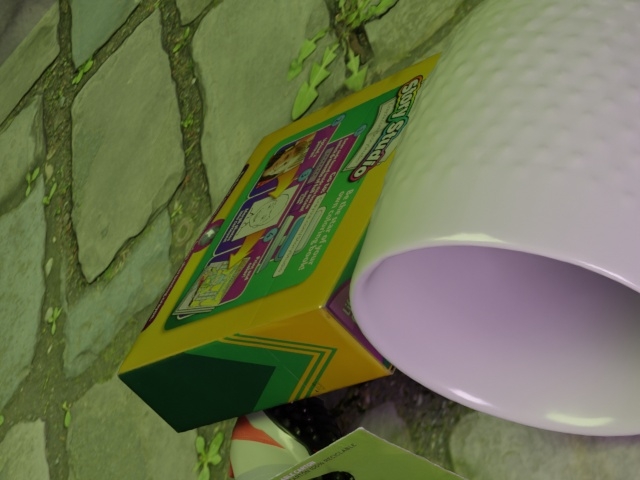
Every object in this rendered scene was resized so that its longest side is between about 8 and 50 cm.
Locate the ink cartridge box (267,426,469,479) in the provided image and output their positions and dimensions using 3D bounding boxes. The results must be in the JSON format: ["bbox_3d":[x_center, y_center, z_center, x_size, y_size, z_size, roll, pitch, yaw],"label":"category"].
[{"bbox_3d":[0.060,0.257,1.075,0.189,0.255,0.097,-34,40,35],"label":"ink cartridge box"}]

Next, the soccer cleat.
[{"bbox_3d":[-0.009,0.252,1.337,0.116,0.108,0.318,-68,29,17],"label":"soccer cleat"}]

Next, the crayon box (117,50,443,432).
[{"bbox_3d":[0.000,0.000,1.422,0.313,0.106,0.363,-20,32,45],"label":"crayon box"}]

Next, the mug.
[{"bbox_3d":[0.243,-0.052,1.102,0.374,0.276,0.328,6,59,24],"label":"mug"}]
